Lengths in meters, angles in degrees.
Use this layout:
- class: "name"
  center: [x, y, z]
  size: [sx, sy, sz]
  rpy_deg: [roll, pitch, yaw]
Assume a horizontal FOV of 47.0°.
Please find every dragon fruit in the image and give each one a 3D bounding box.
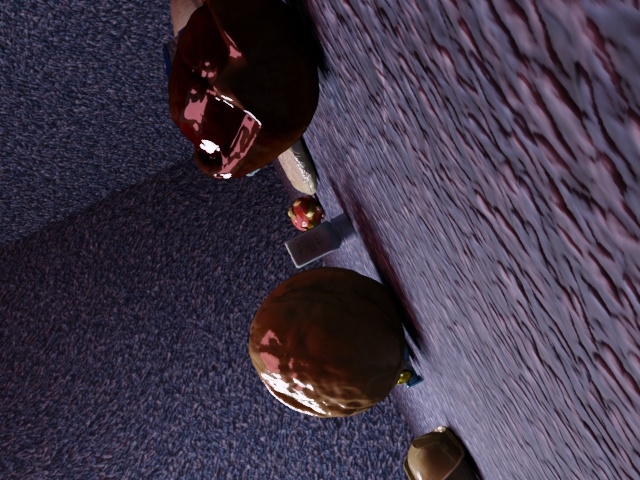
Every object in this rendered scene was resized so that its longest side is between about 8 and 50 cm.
- class: "dragon fruit"
  center: [-0.029, -0.057, 1.778]
  size: [0.086, 0.081, 0.116]
  rpy_deg: [85, 162, -54]

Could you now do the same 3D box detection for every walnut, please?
- class: "walnut"
  center: [0.007, 0.162, 1.176]
  size: [0.257, 0.257, 0.224]
  rpy_deg: [64, -166, 5]

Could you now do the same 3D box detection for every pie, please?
- class: "pie"
  center: [-0.058, -0.176, 1.466]
  size: [0.218, 0.052, 0.185]
  rpy_deg: [94, 152, -80]

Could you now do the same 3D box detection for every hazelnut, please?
- class: "hazelnut"
  center: [-0.088, -0.173, 0.771]
  size: [0.170, 0.160, 0.201]
  rpy_deg: [16, 133, 51]

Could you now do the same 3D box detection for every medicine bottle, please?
- class: "medicine bottle"
  center: [0.000, 0.000, 1.276]
  size: [0.074, 0.118, 0.055]
  rpy_deg: [123, 121, -88]

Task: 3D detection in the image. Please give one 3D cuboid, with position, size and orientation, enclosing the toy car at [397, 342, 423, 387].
- class: "toy car"
  center: [0.098, 0.242, 1.344]
  size: [0.098, 0.161, 0.126]
  rpy_deg: [52, -175, -42]

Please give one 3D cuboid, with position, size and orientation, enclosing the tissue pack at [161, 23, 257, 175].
- class: "tissue pack"
  center: [-0.157, -0.264, 1.274]
  size: [0.198, 0.146, 0.263]
  rpy_deg: [47, -169, -32]

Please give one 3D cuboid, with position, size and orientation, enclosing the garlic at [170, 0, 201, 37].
- class: "garlic"
  center: [-0.279, -0.513, 1.742]
  size: [0.196, 0.151, 0.338]
  rpy_deg: [-89, -24, -67]

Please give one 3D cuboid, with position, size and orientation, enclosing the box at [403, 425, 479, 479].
- class: "box"
  center: [0.199, 0.381, 1.249]
  size: [0.111, 0.111, 0.177]
  rpy_deg: [64, 177, -4]
